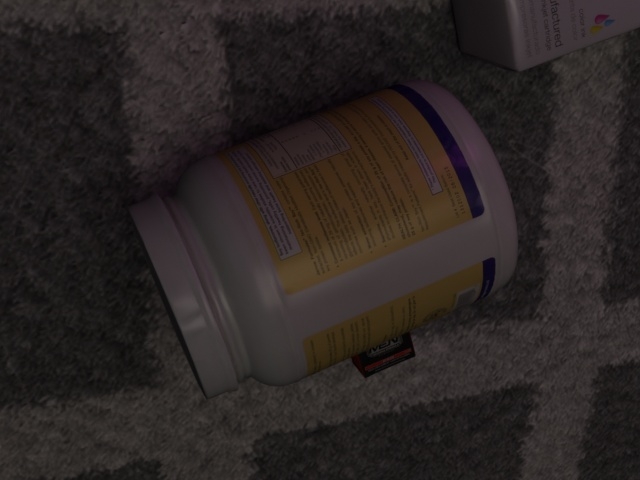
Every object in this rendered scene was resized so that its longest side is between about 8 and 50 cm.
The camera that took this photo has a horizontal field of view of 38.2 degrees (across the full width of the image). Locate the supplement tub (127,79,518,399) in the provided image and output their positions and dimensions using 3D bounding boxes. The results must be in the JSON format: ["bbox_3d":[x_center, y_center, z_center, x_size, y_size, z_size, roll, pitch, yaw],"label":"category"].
[{"bbox_3d":[0.000,0.000,0.927,0.331,0.241,0.241,-22,116,-12],"label":"supplement tub"}]

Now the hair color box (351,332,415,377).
[{"bbox_3d":[0.060,0.085,1.094,0.072,0.043,0.141,-22,116,-11],"label":"hair color box"}]

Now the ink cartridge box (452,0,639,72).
[{"bbox_3d":[0.289,-0.335,0.971,0.306,0.131,0.226,-21,116,-11],"label":"ink cartridge box"}]
